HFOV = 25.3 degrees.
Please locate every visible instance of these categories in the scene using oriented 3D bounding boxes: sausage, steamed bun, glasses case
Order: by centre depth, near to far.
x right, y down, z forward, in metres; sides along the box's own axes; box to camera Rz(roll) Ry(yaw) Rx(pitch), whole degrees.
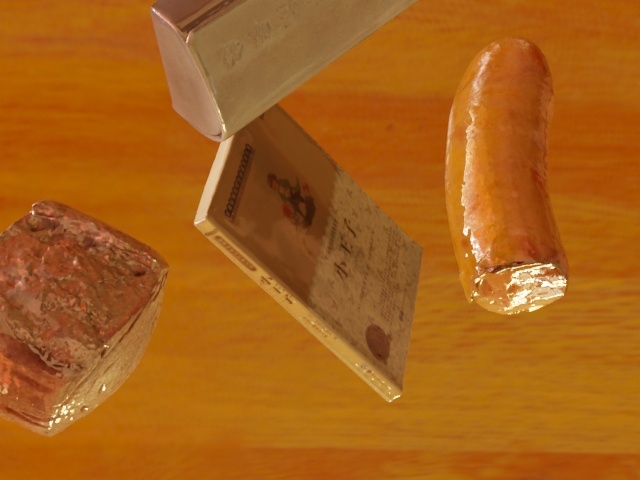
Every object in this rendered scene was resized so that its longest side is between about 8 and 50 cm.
[{"bbox_3d":[0.013,-0.118,0.611,0.190,0.072,0.042,-38,56,-21],"label":"glasses case"},{"bbox_3d":[-0.206,0.057,1.102,0.145,0.106,0.175,26,64,13],"label":"steamed bun"},{"bbox_3d":[0.165,-0.065,1.281,0.109,0.109,0.270,9,58,-8],"label":"sausage"}]

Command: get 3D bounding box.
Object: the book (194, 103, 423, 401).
[{"bbox_3d":[0.000,0.000,0.956,0.198,0.016,0.138,44,39,-29],"label":"book"}]
